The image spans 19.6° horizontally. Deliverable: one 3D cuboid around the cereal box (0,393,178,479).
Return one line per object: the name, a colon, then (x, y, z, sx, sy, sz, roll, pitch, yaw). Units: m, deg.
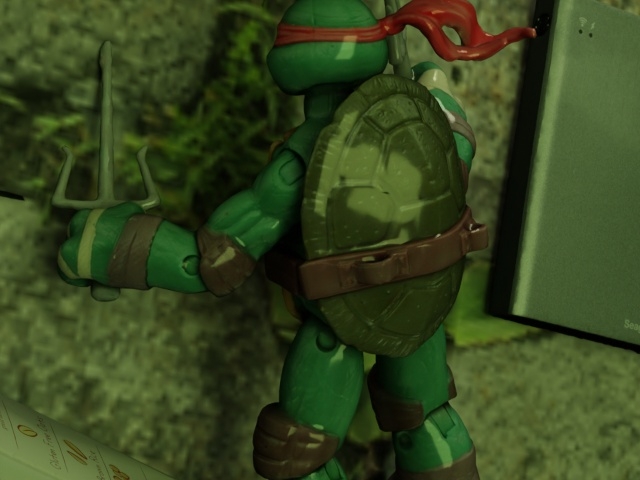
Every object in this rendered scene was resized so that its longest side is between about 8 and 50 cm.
cereal box: (-0.098, 0.143, 0.568, 0.240, 0.047, 0.173, 32, 102, -28)

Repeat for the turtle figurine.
turtle figurine: (0.000, 0.000, 0.642, 0.175, 0.118, 0.234, -13, 102, -28)

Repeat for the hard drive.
hard drive: (0.120, -0.025, 0.767, 0.094, 0.022, 0.135, 14, 81, -31)
